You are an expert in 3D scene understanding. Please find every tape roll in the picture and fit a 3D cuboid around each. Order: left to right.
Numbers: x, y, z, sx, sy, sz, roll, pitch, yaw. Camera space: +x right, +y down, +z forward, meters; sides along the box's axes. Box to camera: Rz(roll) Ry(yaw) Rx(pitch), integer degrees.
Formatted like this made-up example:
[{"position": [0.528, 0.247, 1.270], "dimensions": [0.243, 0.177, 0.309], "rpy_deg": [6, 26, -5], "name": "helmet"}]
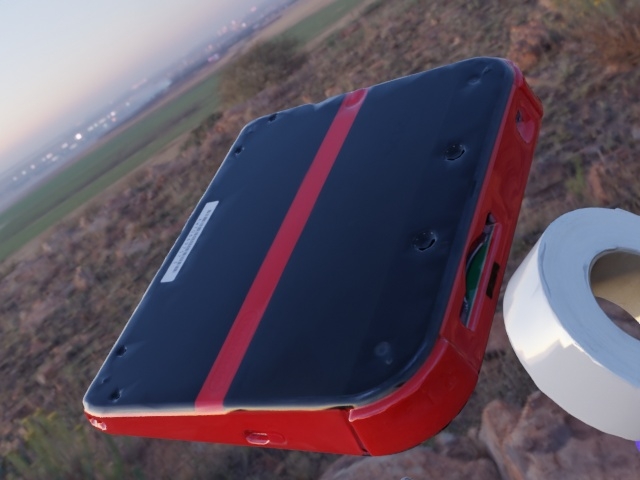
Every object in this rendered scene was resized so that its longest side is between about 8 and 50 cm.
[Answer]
[{"position": [0.375, 0.095, 0.971], "dimensions": [0.286, 0.286, 0.100], "rpy_deg": [-48, -14, -41], "name": "tape roll"}]

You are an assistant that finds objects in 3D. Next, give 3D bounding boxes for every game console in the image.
[{"position": [0.000, 0.000, 0.677], "dimensions": [0.341, 0.060, 0.387], "rpy_deg": [-9, 42, 37], "name": "game console"}]

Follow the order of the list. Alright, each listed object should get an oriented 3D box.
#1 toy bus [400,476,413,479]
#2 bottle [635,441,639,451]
[{"position": [0.173, 0.509, 1.228], "dimensions": [0.104, 0.202, 0.191], "rpy_deg": [2, 48, 46], "name": "toy bus"}, {"position": [0.622, 0.378, 1.259], "dimensions": [0.092, 0.118, 0.283], "rpy_deg": [1, 27, -16], "name": "bottle"}]
